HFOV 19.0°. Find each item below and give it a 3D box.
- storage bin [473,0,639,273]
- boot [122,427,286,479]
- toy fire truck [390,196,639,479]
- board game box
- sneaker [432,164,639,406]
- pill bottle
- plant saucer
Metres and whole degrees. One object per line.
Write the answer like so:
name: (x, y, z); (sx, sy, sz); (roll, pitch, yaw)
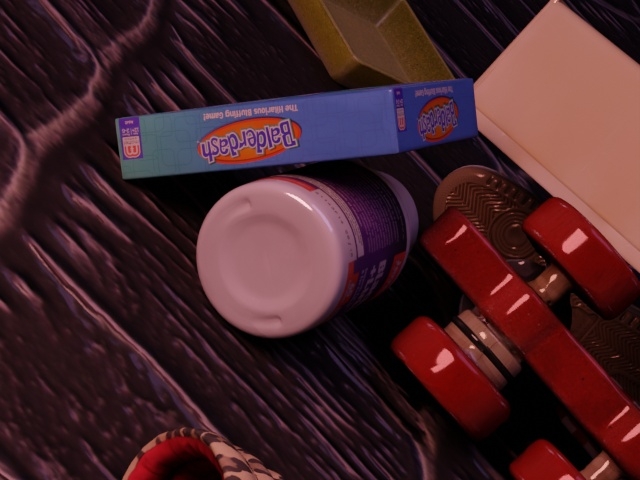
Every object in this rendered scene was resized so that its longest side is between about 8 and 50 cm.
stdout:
storage bin: (0.271, -0.042, 1.529); (0.262, 0.123, 0.260); (44, 6, 32)
boot: (0.036, 0.258, 0.921); (0.284, 0.138, 0.377); (35, 20, -25)
toy fire truck: (0.184, 0.103, 1.460); (0.302, 0.169, 0.254); (47, -2, 4)
board game box: (-0.014, -0.079, 1.350); (0.160, 0.210, 0.047); (-16, 101, -64)
sneaker: (0.216, 0.031, 1.682); (0.282, 0.099, 0.153); (42, 19, -3)
pill bottle: (0.000, 0.000, 1.346); (0.108, 0.108, 0.193); (48, 23, 9)
plant saucer: (0.044, -0.191, 1.837); (0.188, 0.045, 0.188); (20, 33, -45)
